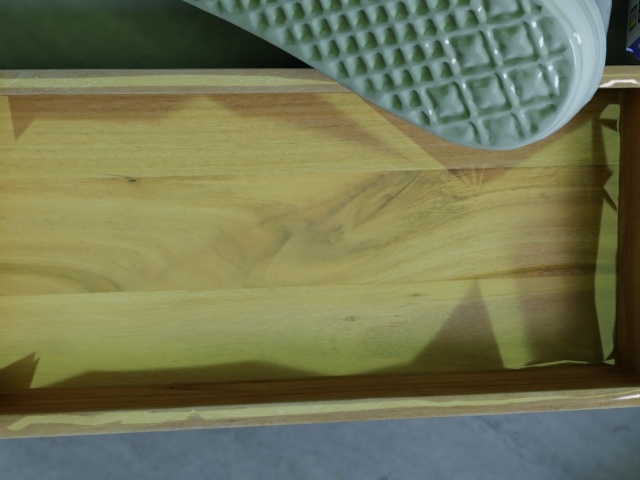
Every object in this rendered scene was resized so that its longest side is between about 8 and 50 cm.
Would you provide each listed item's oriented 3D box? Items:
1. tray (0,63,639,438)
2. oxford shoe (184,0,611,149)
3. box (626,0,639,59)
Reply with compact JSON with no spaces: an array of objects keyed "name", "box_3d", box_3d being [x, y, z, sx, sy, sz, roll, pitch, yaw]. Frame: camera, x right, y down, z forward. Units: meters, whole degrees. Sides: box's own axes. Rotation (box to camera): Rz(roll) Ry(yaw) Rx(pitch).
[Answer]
[{"name":"tray","box_3d":[0.000,0.000,0.837,0.411,0.076,0.203,-2,97,-10]},{"name":"oxford shoe","box_3d":[-0.037,-0.210,0.762,0.449,0.130,0.169,34,134,6]},{"name":"box","box_3d":[0.206,-0.167,0.815,0.028,0.081,0.136,13,65,-12]}]
